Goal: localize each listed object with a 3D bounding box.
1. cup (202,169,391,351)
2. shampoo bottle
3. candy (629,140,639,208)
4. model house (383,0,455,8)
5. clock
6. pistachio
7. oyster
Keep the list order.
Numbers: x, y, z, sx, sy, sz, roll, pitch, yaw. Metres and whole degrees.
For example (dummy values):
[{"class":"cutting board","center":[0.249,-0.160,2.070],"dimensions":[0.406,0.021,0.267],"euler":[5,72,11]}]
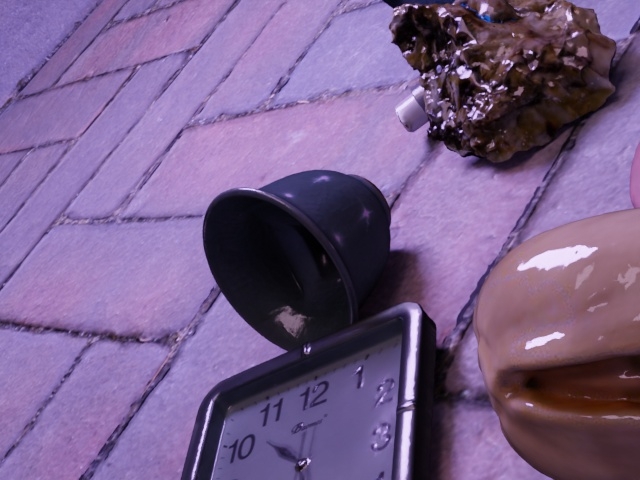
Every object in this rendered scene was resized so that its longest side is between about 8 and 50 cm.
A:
[{"class":"cup","center":[0.000,0.000,1.128],"dimensions":[0.199,0.199,0.150],"euler":[-7,26,48]},{"class":"shampoo bottle","center":[0.173,-0.195,1.260],"dimensions":[0.192,0.074,0.074],"euler":[-36,28,17]},{"class":"candy","center":[0.355,-0.061,0.810],"dimensions":[0.255,0.094,0.255],"euler":[-32,29,20]},{"class":"model house","center":[0.178,-0.507,1.418],"dimensions":[0.339,0.297,0.360],"euler":[-36,26,26]},{"class":"clock","center":[-0.017,0.202,0.970],"dimensions":[0.273,0.049,0.279],"euler":[-25,32,28]},{"class":"pistachio","center":[0.232,0.070,0.712],"dimensions":[0.299,0.187,0.187],"euler":[-10,42,37]},{"class":"oyster","center":[0.191,-0.191,1.154],"dimensions":[0.223,0.083,0.214],"euler":[-27,65,22]}]
